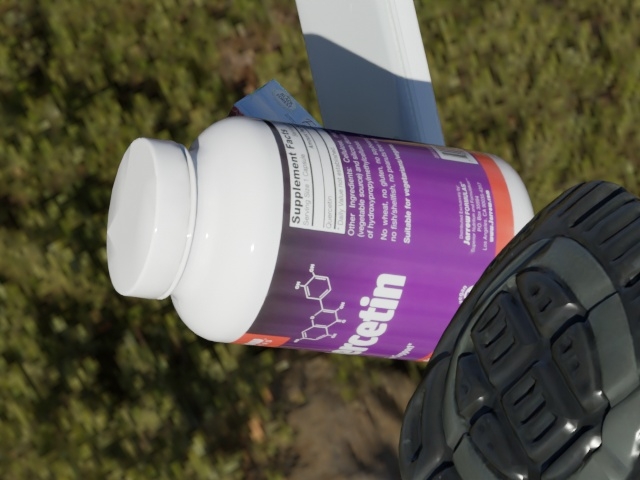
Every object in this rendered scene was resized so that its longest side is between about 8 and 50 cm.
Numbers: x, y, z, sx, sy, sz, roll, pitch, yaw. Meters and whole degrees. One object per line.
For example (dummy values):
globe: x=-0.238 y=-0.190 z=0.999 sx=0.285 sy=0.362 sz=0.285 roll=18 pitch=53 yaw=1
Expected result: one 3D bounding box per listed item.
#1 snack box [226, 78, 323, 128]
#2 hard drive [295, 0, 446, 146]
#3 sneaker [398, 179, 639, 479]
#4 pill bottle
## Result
snack box: x=-0.043 y=-0.033 z=1.816 sx=0.174 sy=0.207 sz=0.070 roll=46 pitch=52 yaw=8
hard drive: x=0.039 y=-0.219 z=1.849 sx=0.040 sy=0.307 sz=0.203 roll=-12 pitch=-1 yaw=-25
sneaker: x=0.113 y=0.096 z=0.330 sx=0.109 sy=0.130 sz=0.286 roll=-51 pitch=30 yaw=24
pill bottle: x=0.000 y=0.000 z=1.447 sx=0.323 sy=0.181 sz=0.181 roll=7 pitch=33 yaw=-23
